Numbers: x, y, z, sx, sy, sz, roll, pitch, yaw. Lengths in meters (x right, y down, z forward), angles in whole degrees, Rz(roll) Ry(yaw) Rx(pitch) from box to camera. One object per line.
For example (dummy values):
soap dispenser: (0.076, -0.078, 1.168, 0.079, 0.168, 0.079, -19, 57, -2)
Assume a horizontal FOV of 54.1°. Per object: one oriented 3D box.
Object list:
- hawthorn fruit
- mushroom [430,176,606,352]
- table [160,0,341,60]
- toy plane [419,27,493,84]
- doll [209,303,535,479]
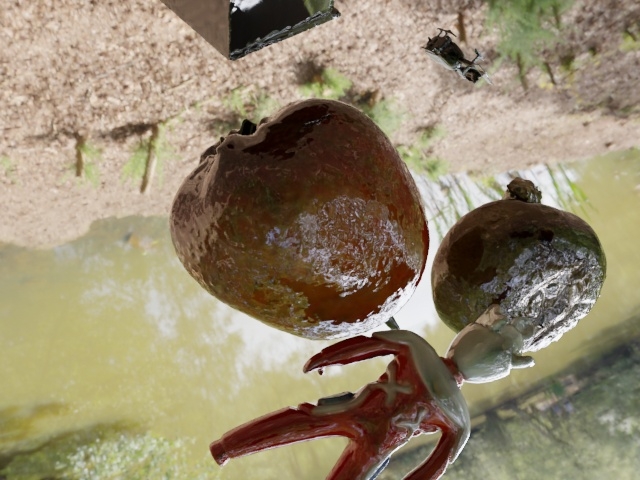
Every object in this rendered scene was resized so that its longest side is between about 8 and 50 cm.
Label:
hawthorn fruit: (0.000, 0.000, 0.780, 0.285, 0.284, 0.369, -32, 121, 18)
mushroom: (0.311, 0.047, 0.968, 0.297, 0.163, 0.278, 5, 102, -27)
table: (-0.077, -0.341, 0.670, 0.172, 0.169, 0.193, -33, 153, -28)
toy plane: (0.246, -0.337, 1.152, 0.053, 0.197, 0.078, -46, 127, 5)
doll: (0.078, 0.187, 0.695, 0.384, 0.188, 0.099, -29, 175, -6)
